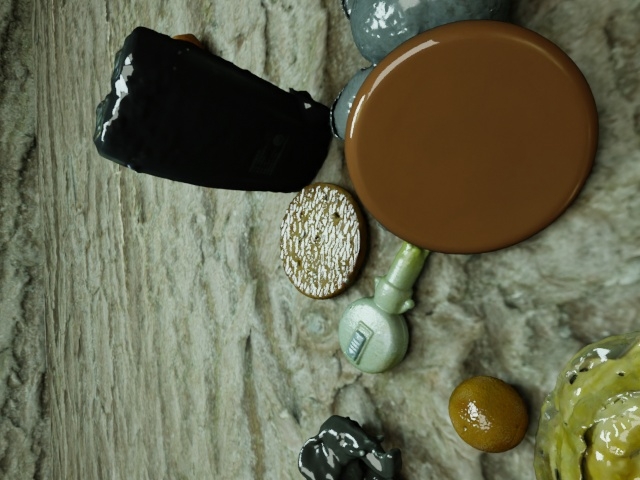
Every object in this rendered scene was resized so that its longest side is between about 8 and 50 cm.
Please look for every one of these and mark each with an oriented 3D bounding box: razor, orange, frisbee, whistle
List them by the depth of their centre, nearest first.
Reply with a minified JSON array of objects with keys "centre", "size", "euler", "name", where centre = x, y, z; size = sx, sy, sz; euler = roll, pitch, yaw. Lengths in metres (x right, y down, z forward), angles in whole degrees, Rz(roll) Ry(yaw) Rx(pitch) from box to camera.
[{"centre":[0.146,-0.091,0.467],"size":[0.251,0.021,0.250],"euler":[8,120,13],"name":"frisbee"},{"centre":[0.181,0.188,0.490],"size":[0.085,0.085,0.085],"euler":[-3,86,45],"name":"orange"},{"centre":[0.086,0.089,0.603],"size":[0.104,0.057,0.198],"euler":[40,117,38],"name":"whistle"},{"centre":[-0.137,-0.163,0.653],"size":[0.107,0.327,0.189],"euler":[53,124,40],"name":"razor"}]

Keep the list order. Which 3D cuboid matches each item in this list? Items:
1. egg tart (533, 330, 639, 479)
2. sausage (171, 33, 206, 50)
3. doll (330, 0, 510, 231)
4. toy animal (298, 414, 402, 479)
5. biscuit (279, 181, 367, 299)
[{"centre":[0.304,0.201,0.353],"size":[0.279,0.095,0.278],"euler":[-5,83,45],"name":"egg tart"},{"centre":[-0.260,-0.329,0.958],"size":[0.103,0.076,0.302],"euler":[-44,57,44],"name":"sausage"},{"centre":[0.127,-0.171,0.534],"size":[0.246,0.158,0.340],"euler":[5,120,35],"name":"doll"},{"centre":[0.035,0.336,0.603],"size":[0.146,0.115,0.245],"euler":[43,117,37],"name":"toy animal"},{"centre":[0.001,0.000,0.714],"size":[0.188,0.027,0.187],"euler":[-4,84,46],"name":"biscuit"}]
